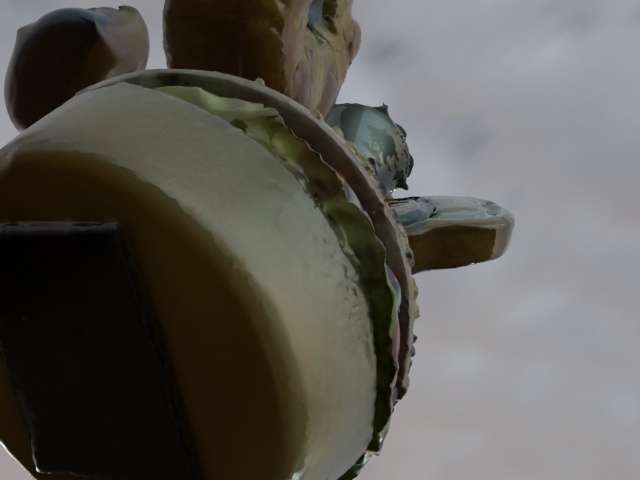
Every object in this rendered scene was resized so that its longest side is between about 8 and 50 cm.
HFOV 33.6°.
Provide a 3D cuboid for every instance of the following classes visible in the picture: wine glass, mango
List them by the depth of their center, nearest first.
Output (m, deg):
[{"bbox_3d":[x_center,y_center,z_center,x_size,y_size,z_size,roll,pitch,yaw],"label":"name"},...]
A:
[{"bbox_3d":[0.018,-0.052,1.292,0.156,0.232,0.156,9,-54,12],"label":"wine glass"},{"bbox_3d":[-0.399,-0.262,1.686,0.201,0.152,0.287,28,-51,-15],"label":"mango"}]

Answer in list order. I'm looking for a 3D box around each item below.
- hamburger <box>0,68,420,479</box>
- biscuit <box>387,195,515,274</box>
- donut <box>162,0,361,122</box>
[{"bbox_3d":[-0.078,0.042,0.635,0.300,0.176,0.300,14,-59,25],"label":"hamburger"},{"bbox_3d":[0.000,-0.002,0.999,0.344,0.287,0.057,-9,-82,-6],"label":"biscuit"},{"bbox_3d":[-0.048,-0.254,1.119,0.150,0.317,0.299,12,-84,13],"label":"donut"}]
